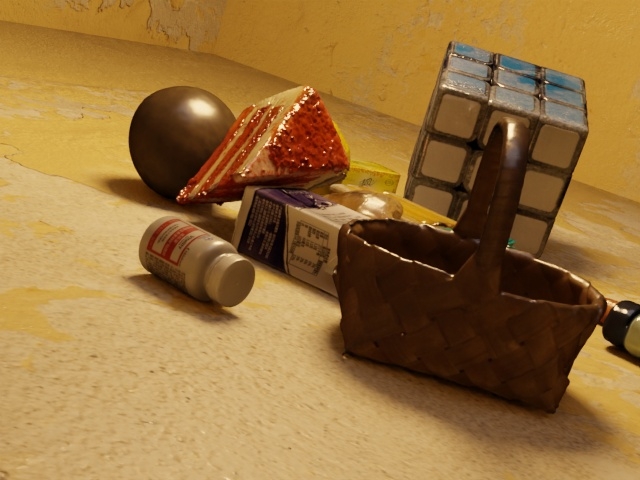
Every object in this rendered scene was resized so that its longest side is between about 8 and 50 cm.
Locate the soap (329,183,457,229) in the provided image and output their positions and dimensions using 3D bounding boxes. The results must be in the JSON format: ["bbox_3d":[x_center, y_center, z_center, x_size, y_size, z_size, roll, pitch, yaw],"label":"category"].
[{"bbox_3d":[0.132,-0.033,2.023,0.140,0.073,0.232,6,16,-45],"label":"soap"}]

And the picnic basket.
[{"bbox_3d":[0.193,0.002,1.390,0.337,0.337,0.293,16,13,1],"label":"picnic basket"}]

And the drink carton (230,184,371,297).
[{"bbox_3d":[0.001,0.000,1.652,0.222,0.102,0.134,24,12,31],"label":"drink carton"}]

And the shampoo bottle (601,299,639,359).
[{"bbox_3d":[0.588,0.184,1.644,0.359,0.078,0.134,25,12,36],"label":"shampoo bottle"}]

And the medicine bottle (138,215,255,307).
[{"bbox_3d":[-0.149,0.027,1.389,0.140,0.079,0.079,26,16,37],"label":"medicine bottle"}]

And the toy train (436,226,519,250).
[{"bbox_3d":[0.226,0.041,1.763,0.154,0.107,0.198,9,12,3],"label":"toy train"}]

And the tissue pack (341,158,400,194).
[{"bbox_3d":[0.072,-0.137,2.428,0.176,0.062,0.095,7,15,-39],"label":"tissue pack"}]

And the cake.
[{"bbox_3d":[-0.097,-0.149,1.748,0.158,0.160,0.262,-17,-6,37],"label":"cake"}]

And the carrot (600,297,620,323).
[{"bbox_3d":[0.476,0.118,1.849,0.061,0.061,0.209,4,13,-44],"label":"carrot"}]

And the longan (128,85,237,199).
[{"bbox_3d":[-0.218,-0.158,1.873,0.198,0.198,0.212,21,12,23],"label":"longan"}]

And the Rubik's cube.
[{"bbox_3d":[0.347,-0.189,2.306,0.305,0.304,0.301,16,29,3],"label":"Rubik's cube"}]

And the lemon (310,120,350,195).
[{"bbox_3d":[-0.035,-0.158,2.122,0.180,0.180,0.193,15,-4,-4],"label":"lemon"}]

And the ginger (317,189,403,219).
[{"bbox_3d":[0.038,-0.041,1.925,0.333,0.081,0.148,19,52,45],"label":"ginger"}]
